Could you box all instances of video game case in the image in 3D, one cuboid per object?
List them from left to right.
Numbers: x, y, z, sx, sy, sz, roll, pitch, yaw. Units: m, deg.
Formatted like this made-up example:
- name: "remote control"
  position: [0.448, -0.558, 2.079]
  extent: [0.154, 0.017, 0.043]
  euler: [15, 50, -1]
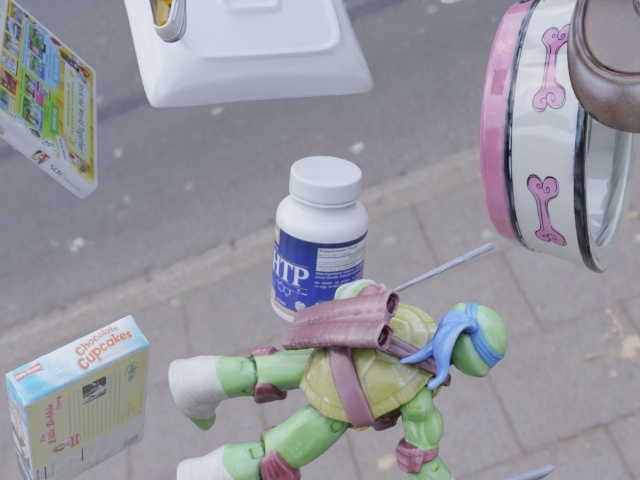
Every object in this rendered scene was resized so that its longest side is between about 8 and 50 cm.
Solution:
- name: "video game case"
  position: [-0.294, -0.165, 1.164]
  extent: [0.026, 0.206, 0.227]
  euler: [-38, 34, 16]

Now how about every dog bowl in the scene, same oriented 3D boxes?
- name: "dog bowl"
  position: [0.340, -0.163, 1.710]
  extent: [0.150, 0.408, 0.408]
  euler: [5, 44, 23]

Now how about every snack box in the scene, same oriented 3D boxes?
- name: "snack box"
  position: [-0.342, 0.242, 1.737]
  extent: [0.187, 0.322, 0.060]
  euler: [-26, 65, -25]

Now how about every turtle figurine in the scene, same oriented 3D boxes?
- name: "turtle figurine"
  position: [0.034, 0.134, 0.960]
  extent: [0.266, 0.197, 0.275]
  euler: [-18, -2, 13]

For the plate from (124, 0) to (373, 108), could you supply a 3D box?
- name: "plate"
  position: [-0.093, -0.290, 1.446]
  extent: [0.277, 0.045, 0.278]
  euler: [-7, 65, -20]

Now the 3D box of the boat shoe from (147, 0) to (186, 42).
- name: "boat shoe"
  position: [-0.133, -0.219, 1.037]
  extent: [0.035, 0.035, 0.100]
  euler: [-4, 76, 14]

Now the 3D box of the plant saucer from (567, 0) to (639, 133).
- name: "plant saucer"
  position: [0.379, -0.258, 1.284]
  extent: [0.311, 0.050, 0.310]
  euler: [-29, 45, 33]

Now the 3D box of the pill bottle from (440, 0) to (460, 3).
- name: "pill bottle"
  position: [0.118, -0.287, 1.146]
  extent: [0.065, 0.116, 0.065]
  euler: [-24, 23, 11]

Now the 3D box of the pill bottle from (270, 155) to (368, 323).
- name: "pill bottle"
  position: [0.000, 0.000, 1.462]
  extent: [0.112, 0.186, 0.112]
  euler: [4, 28, -2]
